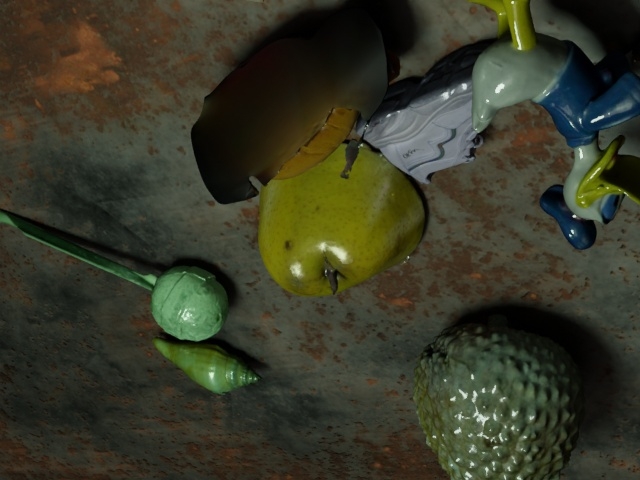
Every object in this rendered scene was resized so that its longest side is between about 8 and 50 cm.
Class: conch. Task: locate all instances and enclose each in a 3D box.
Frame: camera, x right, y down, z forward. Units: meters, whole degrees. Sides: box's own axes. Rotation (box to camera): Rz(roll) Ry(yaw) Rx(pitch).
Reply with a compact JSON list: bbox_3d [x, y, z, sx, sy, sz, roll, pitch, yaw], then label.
[{"bbox_3d":[-0.193,0.217,2.016,0.200,0.079,0.095,18,153,34],"label":"conch"}]

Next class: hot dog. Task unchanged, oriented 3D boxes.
[{"bbox_3d":[-0.014,-0.168,1.508,0.326,0.107,0.194,-16,96,34],"label":"hot dog"}]

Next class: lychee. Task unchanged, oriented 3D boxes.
[{"bbox_3d":[0.254,0.241,1.700,0.255,0.274,0.255,11,167,3],"label":"lychee"}]

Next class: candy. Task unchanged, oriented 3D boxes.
[{"bbox_3d":[-0.346,0.038,1.914,0.440,0.119,0.119,24,138,15],"label":"candy"}]

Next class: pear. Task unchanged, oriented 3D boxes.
[{"bbox_3d":[0.001,-0.002,1.633,0.267,0.178,0.267,15,133,16],"label":"pear"}]

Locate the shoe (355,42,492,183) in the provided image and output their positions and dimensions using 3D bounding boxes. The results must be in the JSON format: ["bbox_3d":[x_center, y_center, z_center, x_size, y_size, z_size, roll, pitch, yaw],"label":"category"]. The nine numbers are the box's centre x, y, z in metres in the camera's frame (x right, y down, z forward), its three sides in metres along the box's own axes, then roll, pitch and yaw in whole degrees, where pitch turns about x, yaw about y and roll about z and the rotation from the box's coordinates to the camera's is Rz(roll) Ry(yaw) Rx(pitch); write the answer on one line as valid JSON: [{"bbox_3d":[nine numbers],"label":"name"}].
[{"bbox_3d":[0.165,-0.151,1.469,0.245,0.095,0.137,-22,123,43],"label":"shoe"}]

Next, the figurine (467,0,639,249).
[{"bbox_3d":[0.303,-0.153,1.319,0.283,0.204,0.338,-10,114,-5],"label":"figurine"}]

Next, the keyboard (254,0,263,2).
[{"bbox_3d":[-0.149,-0.340,1.486,0.166,0.017,0.055,12,141,15],"label":"keyboard"}]
